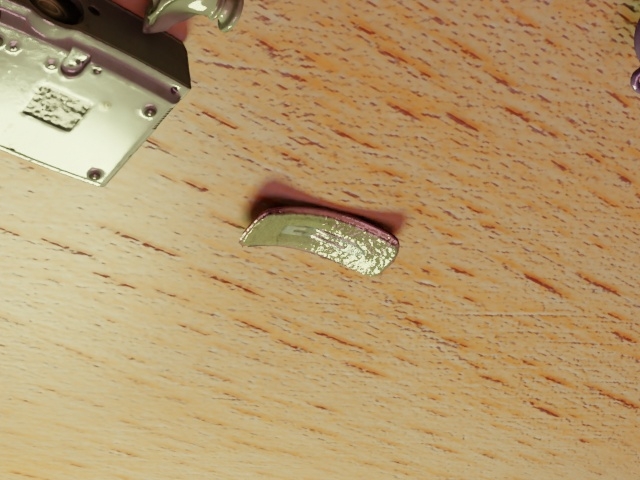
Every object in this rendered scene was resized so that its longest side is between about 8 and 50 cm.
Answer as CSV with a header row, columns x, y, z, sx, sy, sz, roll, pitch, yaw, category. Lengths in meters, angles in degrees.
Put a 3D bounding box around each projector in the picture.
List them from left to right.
x,y,z,sx,sy,sz,roll,pitch,yaw,category
-0.175,-0.106,0.769,0.147,0.061,0.115,23,127,-35,projector

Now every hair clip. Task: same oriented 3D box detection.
x,y,z,sx,sy,sz,roll,pitch,yaw,category
0.000,-0.001,0.958,0.137,0.022,0.054,13,134,-26,hair clip

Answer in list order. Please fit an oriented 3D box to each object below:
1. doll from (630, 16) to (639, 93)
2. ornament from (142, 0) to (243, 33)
x,y,z,sx,sy,sz,roll,pitch,yaw,category
0.285,-0.180,0.797,0.110,0.067,0.206,32,113,-22,doll
-0.093,-0.158,0.743,0.068,0.041,0.092,-13,150,25,ornament
